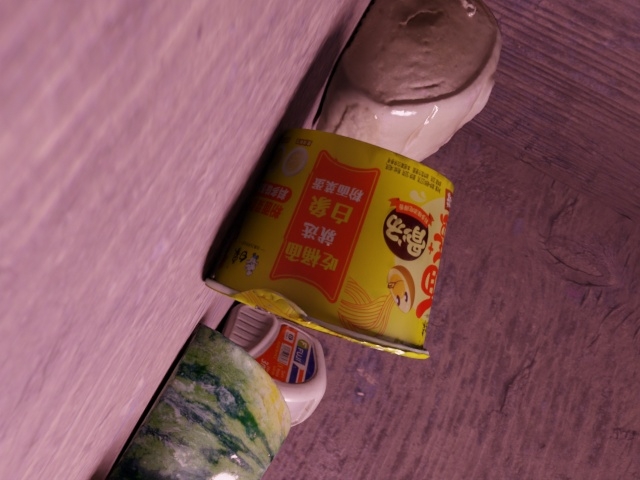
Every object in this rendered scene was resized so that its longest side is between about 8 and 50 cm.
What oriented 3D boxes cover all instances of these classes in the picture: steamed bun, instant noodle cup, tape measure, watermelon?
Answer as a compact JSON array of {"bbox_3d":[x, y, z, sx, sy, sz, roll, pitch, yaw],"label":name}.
[{"bbox_3d":[0.168,-0.288,1.221,0.384,0.236,0.247,-61,180,-27],"label":"steamed bun"},{"bbox_3d":[0.027,0.000,0.925,0.311,0.311,0.222,106,2,-87],"label":"instant noodle cup"},{"bbox_3d":[-0.120,0.260,1.455,0.130,0.265,0.258,-59,-172,25],"label":"tape measure"},{"bbox_3d":[-0.191,0.298,1.087,0.262,0.213,0.201,-55,-168,-30],"label":"watermelon"}]

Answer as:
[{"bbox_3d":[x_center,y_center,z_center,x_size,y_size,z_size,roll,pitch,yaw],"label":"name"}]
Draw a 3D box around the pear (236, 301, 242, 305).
[{"bbox_3d":[-0.065,0.093,1.663,0.267,0.178,0.267,23,90,-89],"label":"pear"}]
